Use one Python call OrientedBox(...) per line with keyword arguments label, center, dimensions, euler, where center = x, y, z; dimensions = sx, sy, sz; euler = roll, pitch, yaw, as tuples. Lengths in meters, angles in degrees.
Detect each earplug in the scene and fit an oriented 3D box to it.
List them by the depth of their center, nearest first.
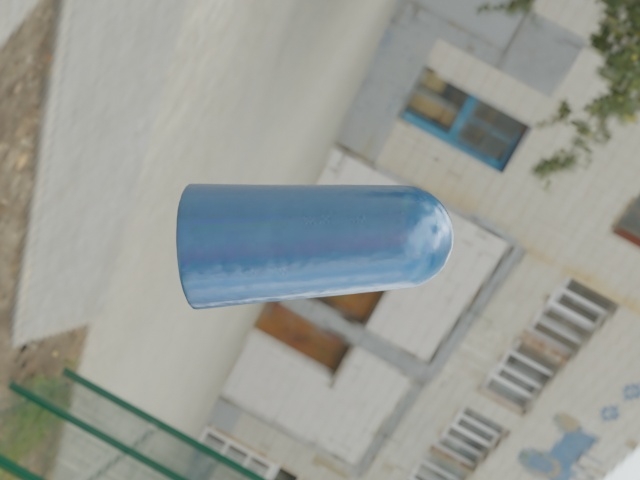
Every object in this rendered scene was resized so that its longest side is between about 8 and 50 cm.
OrientedBox(label="earplug", center=(0.000, 0.000, 1.387), dimensions=(0.132, 0.273, 0.132), euler=(-3, 90, -79))
